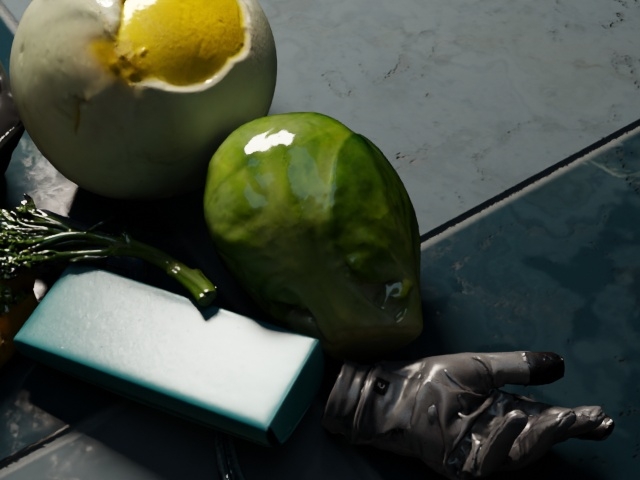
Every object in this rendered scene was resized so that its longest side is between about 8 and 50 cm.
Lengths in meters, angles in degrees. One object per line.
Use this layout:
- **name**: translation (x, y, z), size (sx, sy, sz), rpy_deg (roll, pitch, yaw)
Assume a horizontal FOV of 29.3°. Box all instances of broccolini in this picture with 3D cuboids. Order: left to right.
- **broccolini**: translation (-0.235, 0.022, 1.253), size (0.271, 0.062, 0.123), rpy_deg (18, 45, 21)

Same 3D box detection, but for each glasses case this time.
- **glasses case**: translation (-0.153, 0.117, 1.237), size (0.301, 0.070, 0.117), rpy_deg (18, 55, 22)

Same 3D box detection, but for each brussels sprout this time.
- **brussels sprout**: translation (0.000, 0.000, 1.271), size (0.210, 0.219, 0.271), rpy_deg (-26, 74, -1)

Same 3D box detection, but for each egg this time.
- **egg**: translation (-0.186, -0.191, 1.379), size (0.283, 0.283, 0.345), rpy_deg (19, 25, 16)

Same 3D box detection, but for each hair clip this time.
- **hair clip**: translation (-0.074, 0.227, 1.182), size (0.083, 0.048, 0.275), rpy_deg (-16, 51, -8)

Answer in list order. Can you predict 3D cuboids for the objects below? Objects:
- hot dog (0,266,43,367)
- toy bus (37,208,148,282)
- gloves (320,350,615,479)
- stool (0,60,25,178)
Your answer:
- **hot dog**: translation (-0.413, 0.129, 1.227), size (0.135, 0.100, 0.337), rpy_deg (28, 56, 22)
- **toy bus**: translation (-0.266, 0.014, 1.360), size (0.153, 0.051, 0.061), rpy_deg (20, 40, 17)
- **gloves**: translation (0.141, 0.162, 1.194), size (0.286, 0.119, 0.142), rpy_deg (4, 60, 21)
- **stool**: translation (-0.456, -0.132, 1.377), size (0.232, 0.141, 0.232), rpy_deg (12, 61, -23)
